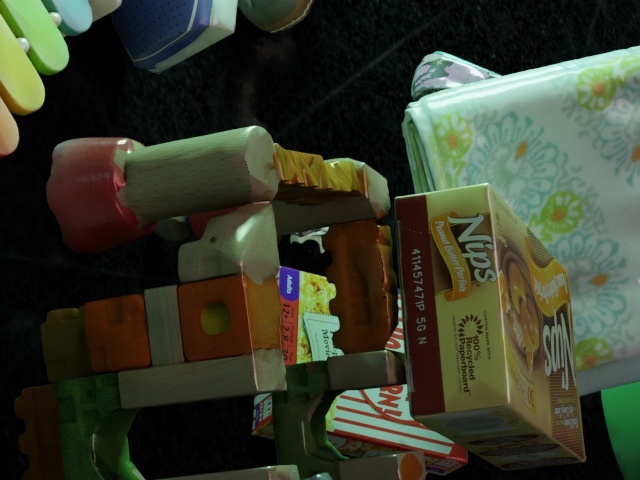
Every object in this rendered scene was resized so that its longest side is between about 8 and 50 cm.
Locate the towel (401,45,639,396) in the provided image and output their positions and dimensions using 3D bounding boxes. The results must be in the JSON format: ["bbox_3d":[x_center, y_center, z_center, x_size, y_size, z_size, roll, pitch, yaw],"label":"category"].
[{"bbox_3d":[0.275,-0.018,1.865,0.374,0.090,0.321,-14,101,-14],"label":"towel"}]

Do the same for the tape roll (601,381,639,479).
[{"bbox_3d":[0.441,0.203,2.233,0.321,0.077,0.321,29,53,-46],"label":"tape roll"}]

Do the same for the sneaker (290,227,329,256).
[{"bbox_3d":[0.000,0.000,1.754,0.083,0.032,0.037,24,70,-42],"label":"sneaker"}]

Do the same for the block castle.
[{"bbox_3d":[-0.071,0.149,1.428,0.303,0.212,0.453,7,75,-66],"label":"block castle"}]

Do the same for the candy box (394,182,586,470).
[{"bbox_3d":[0.150,0.083,1.618,0.316,0.087,0.183,39,46,-67],"label":"candy box"}]

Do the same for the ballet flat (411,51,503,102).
[{"bbox_3d":[0.199,-0.133,1.963,0.077,0.221,0.079,81,28,-63],"label":"ballet flat"}]

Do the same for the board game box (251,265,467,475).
[{"bbox_3d":[0.037,0.116,1.669,0.193,0.045,0.147,14,61,-25],"label":"board game box"}]

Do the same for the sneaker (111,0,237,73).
[{"bbox_3d":[-0.187,-0.297,1.560,0.182,0.127,0.316,12,58,-48],"label":"sneaker"}]

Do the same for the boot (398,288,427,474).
[{"bbox_3d":[0.090,0.133,1.774,0.086,0.069,0.190,8,67,-47],"label":"boot"}]

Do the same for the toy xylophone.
[{"bbox_3d":[-0.284,-0.176,1.382,0.236,0.081,0.323,55,36,-22],"label":"toy xylophone"}]

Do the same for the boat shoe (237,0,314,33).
[{"bbox_3d":[-0.004,-0.318,1.817,0.116,0.123,0.324,44,44,-37],"label":"boat shoe"}]
